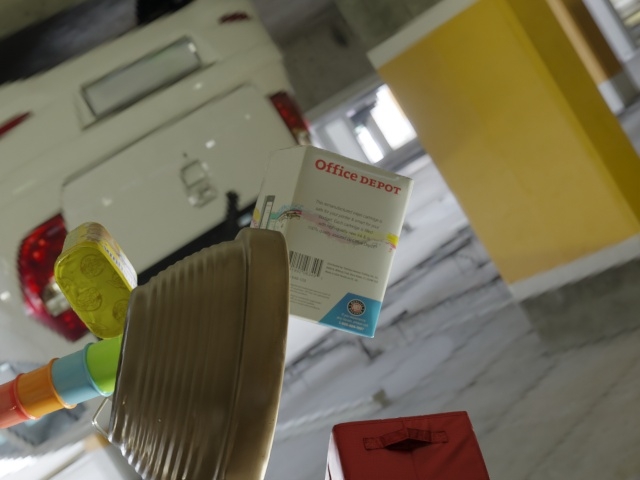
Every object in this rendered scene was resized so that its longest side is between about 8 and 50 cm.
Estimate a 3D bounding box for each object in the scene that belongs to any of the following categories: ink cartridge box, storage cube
[{"bbox_3d":[0.000,0.000,1.963,0.197,0.198,0.270,3,-103,70],"label":"ink cartridge box"},{"bbox_3d":[0.113,0.356,1.514,0.183,0.193,0.215,-4,135,-10],"label":"storage cube"}]

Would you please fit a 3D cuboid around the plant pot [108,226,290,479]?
[{"bbox_3d":[-0.100,0.101,0.913,0.109,0.238,0.237,10,176,-10],"label":"plant pot"}]

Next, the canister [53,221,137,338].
[{"bbox_3d":[-0.291,0.047,1.563,0.073,0.126,0.170,-33,-164,-1],"label":"canister"}]

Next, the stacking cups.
[{"bbox_3d":[-0.353,0.197,1.766,0.316,0.096,0.096,-20,-173,17],"label":"stacking cups"}]

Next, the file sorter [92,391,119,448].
[{"bbox_3d":[-0.263,0.272,2.211,0.278,0.193,0.173,-51,180,-36],"label":"file sorter"}]
